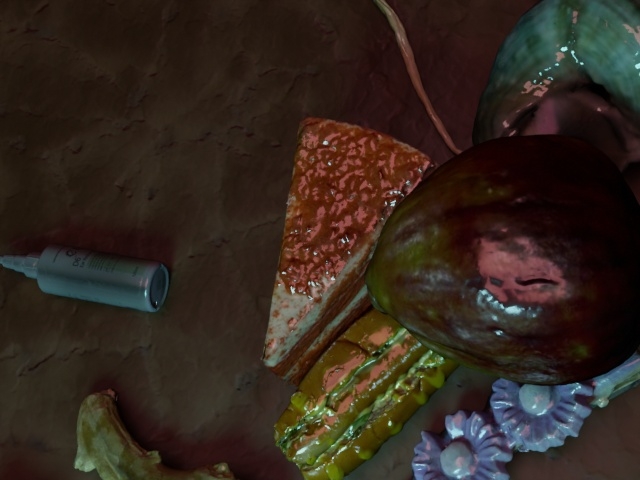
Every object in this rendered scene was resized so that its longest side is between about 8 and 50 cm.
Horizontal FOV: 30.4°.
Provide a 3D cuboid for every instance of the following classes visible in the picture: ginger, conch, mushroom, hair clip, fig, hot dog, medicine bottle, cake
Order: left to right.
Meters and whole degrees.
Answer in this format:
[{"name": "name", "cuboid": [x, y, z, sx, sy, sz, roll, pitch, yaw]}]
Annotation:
[{"name": "medicine bottle", "cuboid": [-0.266, 0.035, 1.291, 0.199, 0.057, 0.058, 9, 78, 17]}, {"name": "ginger", "cuboid": [-0.140, 0.273, 1.190, 0.333, 0.081, 0.148, 37, 102, 21]}, {"name": "cake", "cuboid": [0.000, 0.000, 1.183, 0.159, 0.158, 0.262, 41, 89, 24]}, {"name": "hot dog", "cuboid": [0.062, 0.127, 1.162, 0.115, 0.072, 0.269, 43, 89, -8]}, {"name": "mushroom", "cuboid": [0.101, -0.189, 1.279, 0.028, 0.026, 0.286, -26, 69, -11]}, {"name": "hair clip", "cuboid": [0.184, 0.183, 1.137, 0.292, 0.084, 0.106, -36, 52, 8]}, {"name": "fig", "cuboid": [0.178, 0.021, 1.043, 0.263, 0.224, 0.224, -1, 74, -14]}, {"name": "conch", "cuboid": [0.276, -0.147, 1.152, 0.277, 0.195, 0.220, -20, 106, -15]}]
